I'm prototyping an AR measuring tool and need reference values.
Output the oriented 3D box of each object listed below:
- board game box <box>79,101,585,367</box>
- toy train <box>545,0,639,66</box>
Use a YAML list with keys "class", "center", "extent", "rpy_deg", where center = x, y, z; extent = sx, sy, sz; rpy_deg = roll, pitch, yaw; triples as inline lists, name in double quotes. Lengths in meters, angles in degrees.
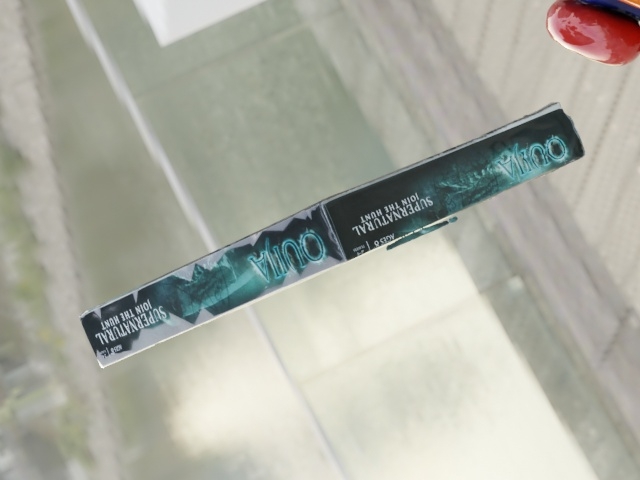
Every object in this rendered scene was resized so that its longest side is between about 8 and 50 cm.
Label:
- class: "board game box"
  center: [0.000, 0.000, 0.704]
  extent: [0.186, 0.126, 0.026]
  rpy_deg: [-24, 90, 54]
- class: "toy train"
  center: [0.148, -0.103, 0.683]
  extent: [0.143, 0.248, 0.105]
  rpy_deg: [44, 115, 52]
